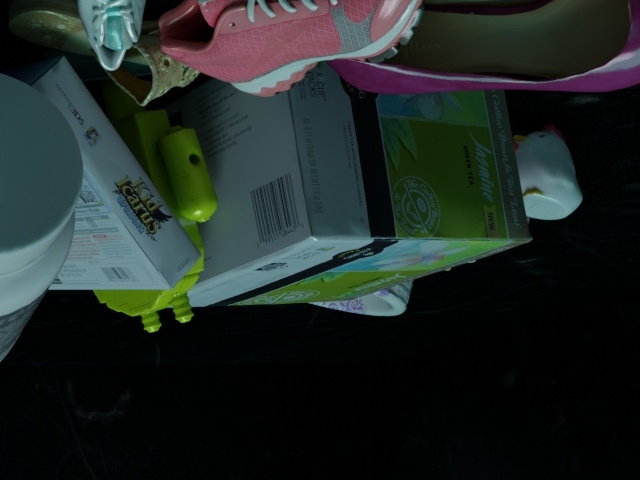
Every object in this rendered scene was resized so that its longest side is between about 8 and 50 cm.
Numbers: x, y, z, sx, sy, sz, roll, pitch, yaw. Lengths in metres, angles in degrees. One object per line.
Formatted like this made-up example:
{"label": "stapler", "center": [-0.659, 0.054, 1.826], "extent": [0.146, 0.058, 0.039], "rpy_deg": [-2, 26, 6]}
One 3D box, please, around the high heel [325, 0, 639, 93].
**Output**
{"label": "high heel", "center": [0.185, -0.192, 1.170], "extent": [0.377, 0.127, 0.181], "rpy_deg": [-10, 179, 31]}

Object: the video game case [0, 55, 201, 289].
{"label": "video game case", "center": [-0.279, -0.057, 1.298], "extent": [0.269, 0.061, 0.244], "rpy_deg": [-2, 130, 46]}

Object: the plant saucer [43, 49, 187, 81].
{"label": "plant saucer", "center": [-0.181, -0.185, 1.313], "extent": [0.192, 0.018, 0.067], "rpy_deg": [-5, 167, 1]}

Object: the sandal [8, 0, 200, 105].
{"label": "sandal", "center": [-0.181, -0.165, 1.214], "extent": [0.240, 0.079, 0.088], "rpy_deg": [9, 156, -35]}

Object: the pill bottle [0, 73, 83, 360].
{"label": "pill bottle", "center": [-0.345, 0.002, 1.189], "extent": [0.204, 0.204, 0.361], "rpy_deg": [0, 158, -25]}

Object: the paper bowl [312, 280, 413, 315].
{"label": "paper bowl", "center": [0.000, 0.000, 1.813], "extent": [0.284, 0.148, 0.284], "rpy_deg": [15, 170, 3]}

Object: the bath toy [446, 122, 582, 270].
{"label": "bath toy", "center": [0.223, -0.069, 1.777], "extent": [0.151, 0.129, 0.348], "rpy_deg": [22, 156, -24]}

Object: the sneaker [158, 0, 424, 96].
{"label": "sneaker", "center": [-0.030, -0.201, 1.094], "extent": [0.136, 0.116, 0.314], "rpy_deg": [5, 163, -36]}

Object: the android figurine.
{"label": "android figurine", "center": [-0.203, -0.036, 1.389], "extent": [0.056, 0.273, 0.248], "rpy_deg": [-14, 175, -43]}

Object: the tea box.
{"label": "tea box", "center": [0.002, -0.063, 1.457], "extent": [0.323, 0.220, 0.329], "rpy_deg": [-1, 167, -38]}

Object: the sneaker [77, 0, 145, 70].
{"label": "sneaker", "center": [-0.170, -0.206, 1.052], "extent": [0.080, 0.094, 0.212], "rpy_deg": [-3, 167, -6]}
